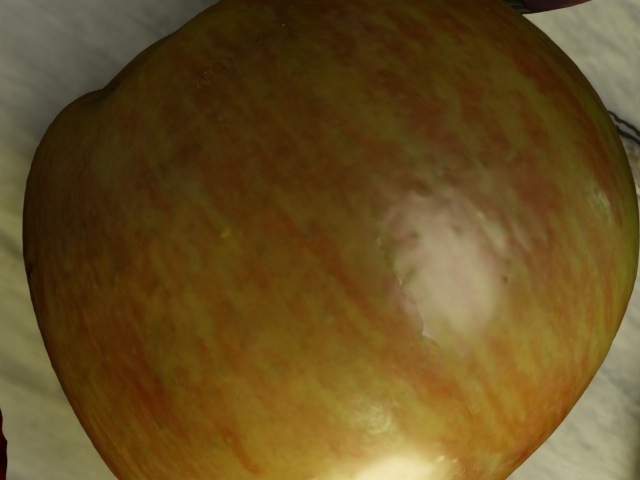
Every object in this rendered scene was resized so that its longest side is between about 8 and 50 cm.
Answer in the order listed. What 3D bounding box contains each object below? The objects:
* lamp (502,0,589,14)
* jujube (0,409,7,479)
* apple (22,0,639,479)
[{"bbox_3d":[0.081,-0.219,0.727,0.265,0.233,0.233,-7,90,2],"label":"lamp"},{"bbox_3d":[-0.181,0.090,0.630,0.112,0.109,0.176,-8,93,-1],"label":"jujube"},{"bbox_3d":[0.000,0.000,0.673,0.264,0.264,0.264,4,83,-34],"label":"apple"}]
